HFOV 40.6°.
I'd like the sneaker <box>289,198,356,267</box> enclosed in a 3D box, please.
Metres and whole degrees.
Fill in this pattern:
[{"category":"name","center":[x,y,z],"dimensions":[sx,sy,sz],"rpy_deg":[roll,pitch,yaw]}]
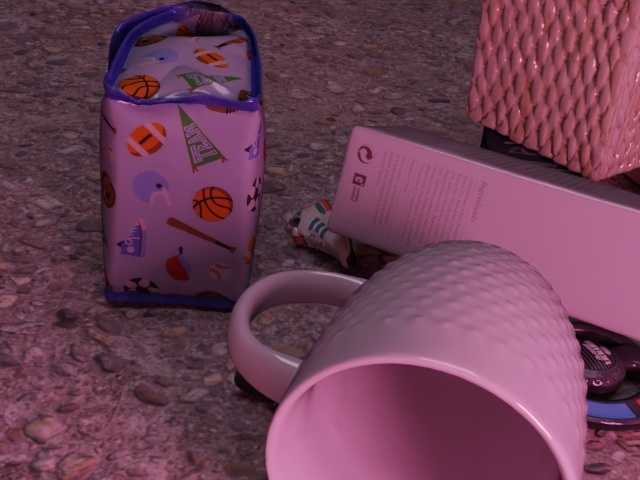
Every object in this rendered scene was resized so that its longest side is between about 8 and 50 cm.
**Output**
[{"category":"sneaker","center":[0.000,0.000,1.318],"dimensions":[0.075,0.057,0.161],"rpy_deg":[-21,38,-7]}]

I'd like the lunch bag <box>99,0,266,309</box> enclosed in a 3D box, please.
[{"category":"lunch bag","center":[-0.198,-0.140,1.250],"dimensions":[0.239,0.327,0.385],"rpy_deg":[6,32,-6]}]

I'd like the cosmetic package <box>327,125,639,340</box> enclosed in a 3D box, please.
[{"category":"cosmetic package","center":[0.268,-0.029,1.229],"dimensions":[0.453,0.161,0.230],"rpy_deg":[20,15,22]}]

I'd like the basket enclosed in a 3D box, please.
[{"category":"basket","center":[0.454,-0.319,1.425],"dimensions":[0.266,0.331,0.328],"rpy_deg":[-20,40,-33]}]

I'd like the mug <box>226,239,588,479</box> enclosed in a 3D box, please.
[{"category":"mug","center":[0.085,0.130,0.886],"dimensions":[0.374,0.276,0.328],"rpy_deg":[19,30,10]}]

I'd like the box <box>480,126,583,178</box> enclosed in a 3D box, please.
[{"category":"box","center":[0.348,-0.100,1.464],"dimensions":[0.153,0.108,0.207],"rpy_deg":[8,31,3]}]

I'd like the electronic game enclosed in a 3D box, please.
[{"category":"electronic game","center":[0.340,0.158,1.097],"dimensions":[0.229,0.048,0.229],"rpy_deg":[3,30,-1]}]

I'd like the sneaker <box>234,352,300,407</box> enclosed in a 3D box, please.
[{"category":"sneaker","center":[-0.026,0.182,1.000],"dimensions":[0.167,0.065,0.076],"rpy_deg":[11,36,12]}]

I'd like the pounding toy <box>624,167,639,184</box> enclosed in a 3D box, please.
[{"category":"pounding toy","center":[0.674,-0.125,1.577],"dimensions":[0.181,0.094,0.206],"rpy_deg":[-11,44,-32]}]
